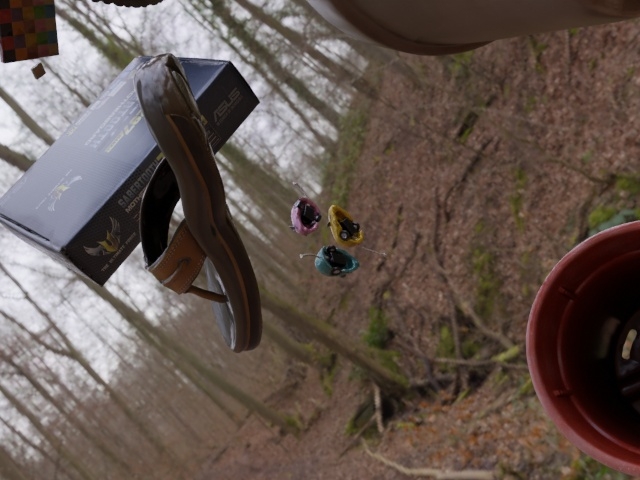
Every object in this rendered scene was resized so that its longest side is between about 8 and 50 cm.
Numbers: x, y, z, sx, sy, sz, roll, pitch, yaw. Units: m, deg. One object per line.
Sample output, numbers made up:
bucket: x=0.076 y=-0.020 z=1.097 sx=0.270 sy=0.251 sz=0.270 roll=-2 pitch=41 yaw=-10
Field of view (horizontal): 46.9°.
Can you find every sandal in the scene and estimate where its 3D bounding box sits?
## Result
sandal: x=-0.080 y=-0.007 z=0.430 sx=0.060 sy=0.090 sz=0.219 roll=-20 pitch=-35 yaw=-8

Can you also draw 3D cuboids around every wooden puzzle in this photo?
wooden puzzle: x=-0.222 y=-0.163 z=0.559 sx=0.049 sy=0.006 sz=0.083 roll=-30 pitch=-48 yaw=-49

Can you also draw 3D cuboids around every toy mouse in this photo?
toy mouse: x=0.000 y=0.000 z=0.954 sx=0.031 sy=0.161 sz=0.143 roll=-40 pitch=4 yaw=37

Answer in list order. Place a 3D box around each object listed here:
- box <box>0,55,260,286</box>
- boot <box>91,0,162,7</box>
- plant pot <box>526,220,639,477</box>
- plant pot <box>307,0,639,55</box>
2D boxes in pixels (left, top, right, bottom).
box: x=-0.192 y=-0.080 z=0.714 sx=0.233 sy=0.183 sz=0.059 roll=-53 pitch=-49 yaw=-17
boot: x=-0.211 y=-0.407 z=0.864 sx=0.260 sy=0.131 sz=0.348 roll=-40 pitch=2 yaw=28
plant pot: x=0.421 y=0.138 z=0.877 sx=0.272 sy=0.272 sz=0.265 roll=-51 pitch=-34 yaw=13
plant pot: x=0.152 y=-0.286 z=0.558 sx=0.323 sy=0.280 sz=0.323 roll=-11 pitch=-63 yaw=-22
